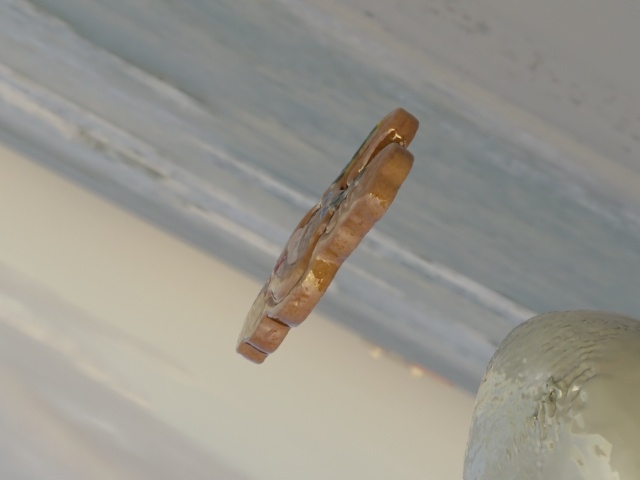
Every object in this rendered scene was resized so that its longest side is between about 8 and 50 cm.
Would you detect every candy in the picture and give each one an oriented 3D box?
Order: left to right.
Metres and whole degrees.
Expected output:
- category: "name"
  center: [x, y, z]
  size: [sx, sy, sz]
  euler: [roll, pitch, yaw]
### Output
- category: "candy"
  center: [0.182, 0.164, 0.862]
  size: [0.295, 0.185, 0.295]
  euler: [50, 171, 11]

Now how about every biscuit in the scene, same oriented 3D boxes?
- category: "biscuit"
  center: [0.000, 0.000, 1.670]
  size: [0.047, 0.334, 0.202]
  euler: [31, -151, -9]
